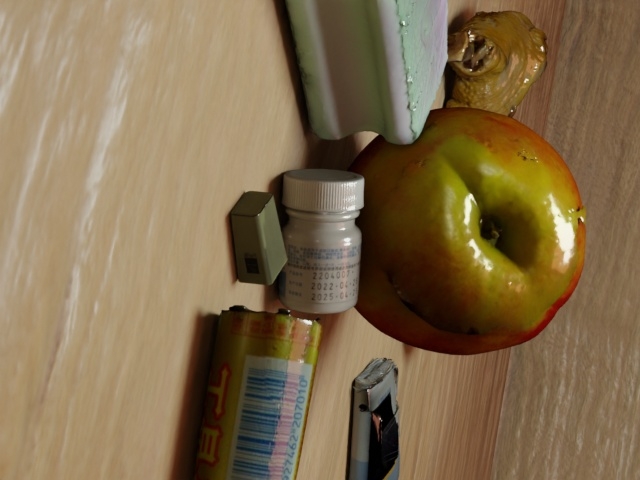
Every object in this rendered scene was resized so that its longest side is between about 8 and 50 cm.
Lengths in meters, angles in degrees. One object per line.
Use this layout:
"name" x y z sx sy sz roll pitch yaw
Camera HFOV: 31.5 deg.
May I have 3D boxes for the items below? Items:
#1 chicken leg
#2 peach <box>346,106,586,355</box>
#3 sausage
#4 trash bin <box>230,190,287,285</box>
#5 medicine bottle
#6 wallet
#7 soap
"chicken leg" 0.306 -0.311 2.193 0.409 0.182 0.295 -12 124 -67
"peach" 0.185 -0.013 1.562 0.370 0.370 0.369 7 90 -72
"sausage" -0.080 0.230 1.246 0.125 0.117 0.317 49 51 -82
"trash bin" -0.072 -0.004 1.297 0.061 0.043 0.092 -59 147 -52
"medicine bottle" 0.000 0.000 1.417 0.105 0.105 0.168 -31 126 -68
"wallet" 0.098 0.323 1.902 0.170 0.069 0.230 -22 117 -64
"soap" 0.054 -0.362 1.371 0.446 0.156 0.261 76 27 -46
